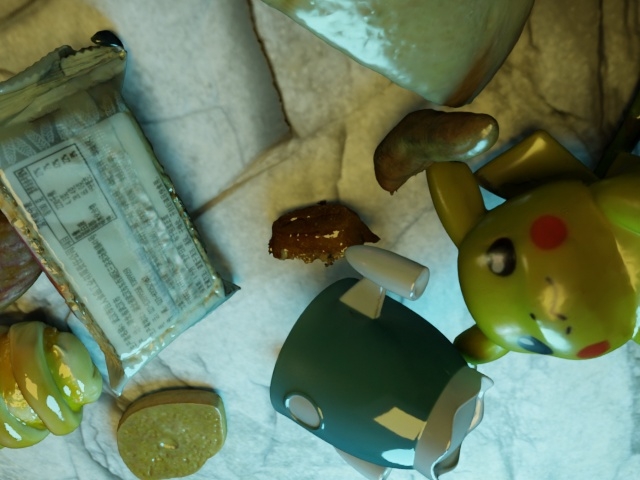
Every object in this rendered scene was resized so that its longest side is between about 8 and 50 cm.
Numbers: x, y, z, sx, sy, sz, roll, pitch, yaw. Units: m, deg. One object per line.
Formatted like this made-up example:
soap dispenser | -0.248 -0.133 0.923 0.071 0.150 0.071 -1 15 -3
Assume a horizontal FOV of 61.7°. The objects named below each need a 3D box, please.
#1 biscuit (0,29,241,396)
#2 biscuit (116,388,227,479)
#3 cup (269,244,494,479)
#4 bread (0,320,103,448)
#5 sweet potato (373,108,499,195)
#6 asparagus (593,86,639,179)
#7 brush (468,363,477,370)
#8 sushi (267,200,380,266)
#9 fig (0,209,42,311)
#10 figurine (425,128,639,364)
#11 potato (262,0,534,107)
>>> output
biscuit | -0.191 -0.013 0.499 0.079 0.186 0.309 9 133 45
biscuit | -0.213 0.274 0.756 0.142 0.029 0.221 30 120 -16
cup | 0.067 0.144 0.531 0.173 0.167 0.300 26 131 30
bread | -0.435 0.190 0.666 0.311 0.121 0.173 -10 120 9
sweet potato | 0.088 -0.083 0.450 0.053 0.182 0.054 44 76 -9
asparagus | 0.273 -0.089 0.490 0.034 0.027 0.236 5 126 -17
brush | 0.069 0.165 0.667 0.248 0.036 0.043 -10 126 2
sushi | 0.001 -0.003 0.553 0.118 0.061 0.060 3 134 26
fig | -0.324 -0.017 0.526 0.175 0.207 0.175 18 117 39
figurine | 0.234 0.000 0.442 0.326 0.169 0.218 -16 100 23
potato | 0.074 -0.212 0.332 0.264 0.189 0.211 35 118 -17
